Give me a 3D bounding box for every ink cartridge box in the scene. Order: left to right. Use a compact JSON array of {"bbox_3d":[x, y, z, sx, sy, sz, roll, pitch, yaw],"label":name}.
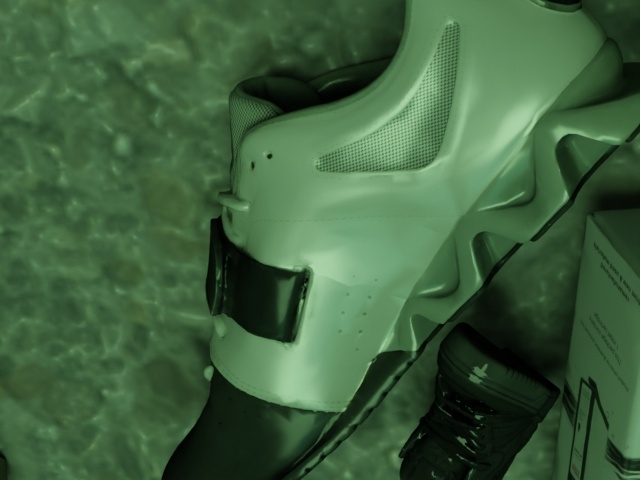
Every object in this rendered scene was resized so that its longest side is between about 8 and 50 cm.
[{"bbox_3d":[0.198,0.088,0.649,0.148,0.086,0.203,-5,119,-10],"label":"ink cartridge box"}]

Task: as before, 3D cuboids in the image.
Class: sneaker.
[{"bbox_3d":[0.000,0.000,0.635,0.146,0.122,0.330,39,114,0],"label":"sneaker"},{"bbox_3d":[0.073,0.095,0.662,0.051,0.170,0.089,40,94,21],"label":"sneaker"}]

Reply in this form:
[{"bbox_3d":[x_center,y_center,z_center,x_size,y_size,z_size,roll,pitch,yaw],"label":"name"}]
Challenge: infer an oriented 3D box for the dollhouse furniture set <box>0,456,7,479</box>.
[{"bbox_3d":[-0.256,0.080,0.745,0.144,0.123,0.151,-21,149,17],"label":"dollhouse furniture set"}]
